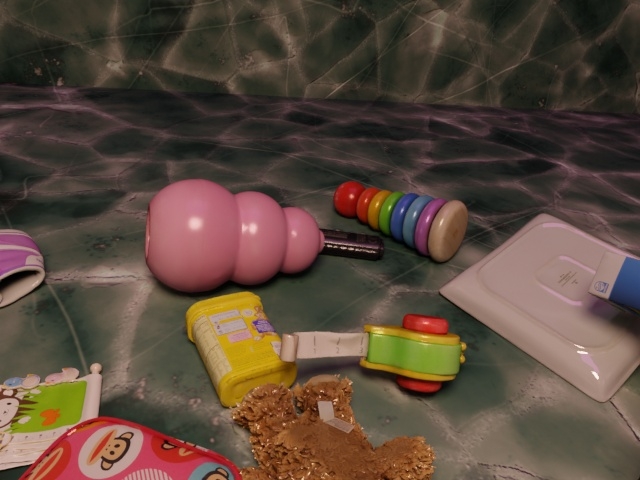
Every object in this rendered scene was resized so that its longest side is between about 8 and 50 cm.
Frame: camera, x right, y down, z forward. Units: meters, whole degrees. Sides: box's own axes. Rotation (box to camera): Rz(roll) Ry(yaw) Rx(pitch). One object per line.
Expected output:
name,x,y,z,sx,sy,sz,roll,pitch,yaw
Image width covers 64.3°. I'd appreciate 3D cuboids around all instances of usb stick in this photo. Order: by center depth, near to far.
usb stick,0.000,0.000,1.120,0.277,0.045,0.077,7,22,1

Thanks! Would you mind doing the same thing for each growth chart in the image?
growth chart,-0.404,0.232,0.655,0.237,0.021,0.172,-8,31,-24

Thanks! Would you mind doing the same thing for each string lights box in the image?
string lights box,0.551,0.098,0.735,0.133,0.077,0.259,21,3,-36

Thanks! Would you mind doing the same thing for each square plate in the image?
square plate,0.469,0.085,0.964,0.347,0.049,0.344,-32,45,-24

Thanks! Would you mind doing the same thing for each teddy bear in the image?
teddy bear,0.008,0.275,0.598,0.245,0.113,0.338,-8,24,-38

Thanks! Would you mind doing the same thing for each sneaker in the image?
sneaker,-0.612,0.059,0.841,0.282,0.102,0.161,-16,39,-34

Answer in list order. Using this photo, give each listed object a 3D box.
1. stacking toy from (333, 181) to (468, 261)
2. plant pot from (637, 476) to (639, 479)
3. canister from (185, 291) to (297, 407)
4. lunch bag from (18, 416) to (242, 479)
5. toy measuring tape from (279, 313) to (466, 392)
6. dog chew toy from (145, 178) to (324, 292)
stacking toy,0.166,-0.066,1.194,0.330,0.141,0.141,22,33,34
plant pot,0.518,0.263,0.568,0.267,0.267,0.235,23,18,26
canister,-0.124,0.162,0.781,0.126,0.073,0.170,-10,35,-27
lunch bag,-0.223,0.301,0.434,0.258,0.120,0.293,9,37,22
toy measuring tape,0.105,0.161,0.734,0.330,0.121,0.121,9,23,-36
dog chew toy,-0.152,-0.004,0.957,0.331,0.207,0.207,4,28,-23
